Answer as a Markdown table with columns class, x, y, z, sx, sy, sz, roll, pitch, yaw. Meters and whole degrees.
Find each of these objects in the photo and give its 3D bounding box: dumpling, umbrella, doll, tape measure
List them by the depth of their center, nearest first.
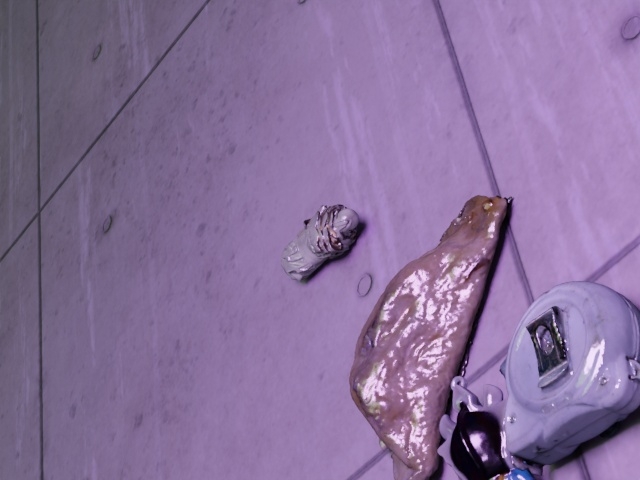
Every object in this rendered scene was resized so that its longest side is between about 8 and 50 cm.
| class | x | y | z | sx | sy | sz | roll | pitch | yaw |
| --- | --- | --- | --- | --- | --- | --- | --- | --- | --- |
| tape measure | 0.279 | 0.072 | 1.216 | 0.330 | 0.084 | 0.164 | -42 | 44 | 38 |
| doll | 0.161 | 0.208 | 1.327 | 0.096 | 0.070 | 0.195 | -41 | 49 | 26 |
| dumpling | 0.092 | 0.096 | 1.489 | 0.166 | 0.086 | 0.332 | 1 | 68 | 54 |
| umbrella | 0.000 | 0.000 | 1.706 | 0.143 | 0.062 | 0.067 | -38 | 21 | 47 |
